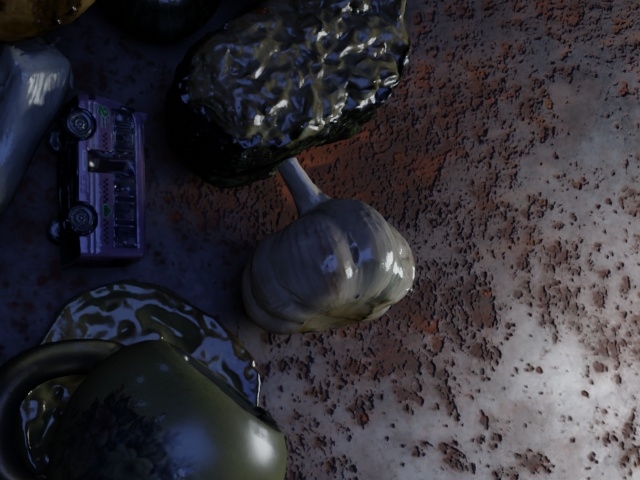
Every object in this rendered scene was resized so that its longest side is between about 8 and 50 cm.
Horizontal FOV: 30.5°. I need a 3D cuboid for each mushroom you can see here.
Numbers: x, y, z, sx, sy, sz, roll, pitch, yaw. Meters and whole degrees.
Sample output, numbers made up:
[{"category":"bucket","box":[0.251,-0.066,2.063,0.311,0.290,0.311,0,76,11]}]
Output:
[{"category":"mushroom","box":[-0.364,-0.119,1.359,0.099,0.096,0.278,22,74,-16]}]

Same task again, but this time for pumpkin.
[{"category":"pumpkin","box":[-0.197,-0.333,1.465,0.167,0.125,0.167,4,82,-32]}]

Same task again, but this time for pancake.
[{"category":"pancake","box":[-0.210,0.187,1.377,0.294,0.049,0.295,4,77,-19]}]

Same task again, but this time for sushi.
[{"category":"sushi","box":[-0.037,-0.209,1.479,0.350,0.171,0.211,-33,90,-27]}]

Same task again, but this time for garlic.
[{"category":"garlic","box":[0.000,0.000,1.434,0.218,0.218,0.212,-9,73,-25]}]

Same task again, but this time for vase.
[{"category":"vase","box":[-0.226,0.244,1.237,0.329,0.241,0.302,37,86,14]}]

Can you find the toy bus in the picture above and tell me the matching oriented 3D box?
[{"category":"toy bus","box":[-0.261,-0.068,1.389,0.108,0.096,0.199,3,79,-27]}]

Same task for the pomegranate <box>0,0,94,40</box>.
[{"category":"pomegranate","box":[-0.367,-0.382,1.316,0.322,0.322,0.322,6,75,-22]}]
